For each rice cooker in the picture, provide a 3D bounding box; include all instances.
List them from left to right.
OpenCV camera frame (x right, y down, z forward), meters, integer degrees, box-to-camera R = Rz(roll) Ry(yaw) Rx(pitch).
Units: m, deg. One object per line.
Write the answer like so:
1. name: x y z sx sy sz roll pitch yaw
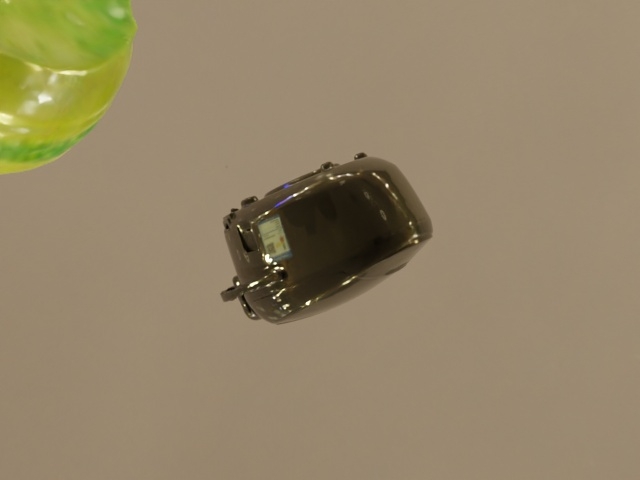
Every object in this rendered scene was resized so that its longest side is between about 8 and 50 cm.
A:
1. rice cooker: -0.001 0.001 0.890 0.203 0.142 0.118 -23 -91 34

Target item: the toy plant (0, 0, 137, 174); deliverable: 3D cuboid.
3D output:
1. toy plant: -0.267 -0.071 0.600 0.316 0.224 0.184 -34 -68 34
